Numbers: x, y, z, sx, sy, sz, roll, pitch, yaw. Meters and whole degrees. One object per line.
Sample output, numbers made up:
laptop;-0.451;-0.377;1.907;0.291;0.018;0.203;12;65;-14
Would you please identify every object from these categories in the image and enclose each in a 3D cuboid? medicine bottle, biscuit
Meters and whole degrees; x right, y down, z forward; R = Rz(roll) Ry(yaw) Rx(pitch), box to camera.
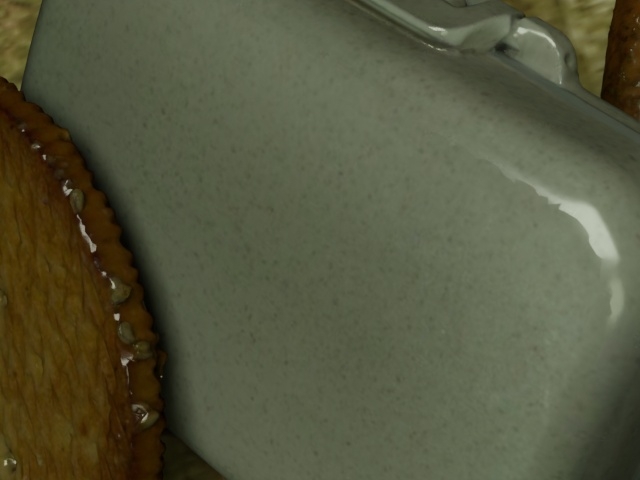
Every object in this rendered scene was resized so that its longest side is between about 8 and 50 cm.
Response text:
medicine bottle;0.000;0.000;0.717;0.375;0.123;0.282;36;121;30
biscuit;-0.178;0.054;0.790;0.305;0.038;0.305;14;110;43

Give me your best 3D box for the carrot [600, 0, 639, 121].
carrot;0.162;-0.029;0.759;0.070;0.070;0.260;12;82;21
